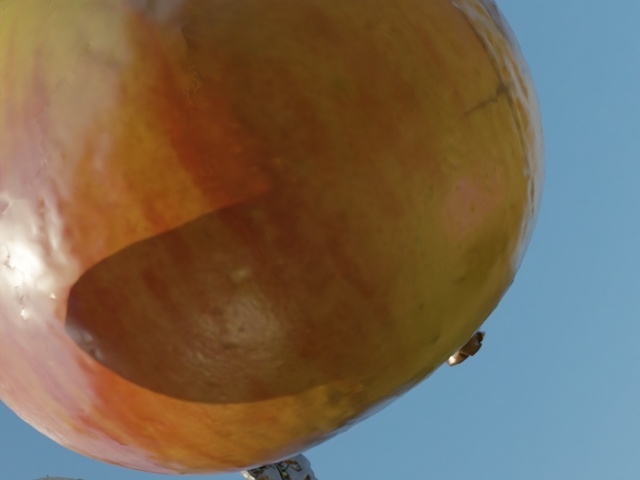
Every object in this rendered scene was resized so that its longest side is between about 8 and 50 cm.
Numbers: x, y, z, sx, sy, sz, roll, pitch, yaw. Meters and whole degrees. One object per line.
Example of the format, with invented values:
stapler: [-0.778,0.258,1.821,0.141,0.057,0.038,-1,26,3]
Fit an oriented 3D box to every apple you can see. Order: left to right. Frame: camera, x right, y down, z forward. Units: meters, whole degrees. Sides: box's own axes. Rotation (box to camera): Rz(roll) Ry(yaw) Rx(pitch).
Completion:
apple: [-0.040,-0.035,0.543,0.286,0.286,0.233,-37,-74,-23]

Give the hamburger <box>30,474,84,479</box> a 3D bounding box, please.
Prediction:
hamburger: [-0.193,0.245,0.921,0.081,0.141,0.126,-57,-14,-59]

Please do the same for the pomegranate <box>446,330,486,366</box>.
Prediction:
pomegranate: [0.031,0.023,0.819,0.196,0.196,0.196,-23,-52,-33]

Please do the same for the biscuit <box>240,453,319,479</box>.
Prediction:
biscuit: [-0.039,0.223,1.128,0.092,0.082,0.016,25,-65,-11]
